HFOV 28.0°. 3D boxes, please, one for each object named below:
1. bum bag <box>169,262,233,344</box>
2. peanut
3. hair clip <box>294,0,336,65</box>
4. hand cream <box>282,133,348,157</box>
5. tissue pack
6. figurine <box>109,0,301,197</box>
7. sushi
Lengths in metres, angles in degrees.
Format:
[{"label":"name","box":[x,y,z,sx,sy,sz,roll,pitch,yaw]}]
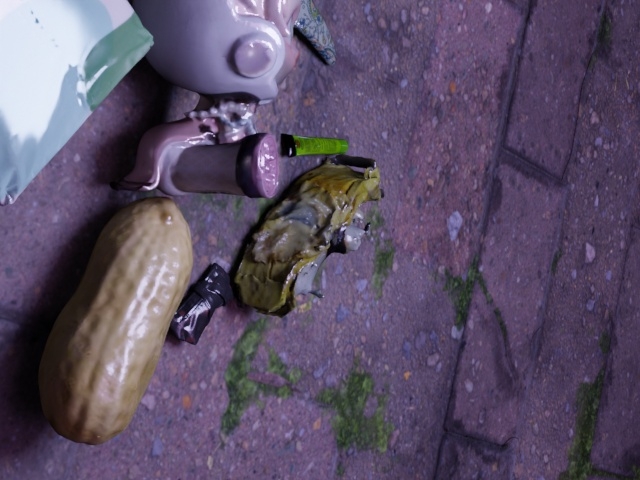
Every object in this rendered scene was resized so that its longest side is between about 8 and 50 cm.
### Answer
[{"label":"bum bag","box":[-0.157,0.086,1.698,0.058,0.034,0.124,52,55,-21]},{"label":"peanut","box":[-0.244,0.091,1.526,0.147,0.147,0.319,41,56,-42]},{"label":"hair clip","box":[-0.034,-0.322,1.796,0.229,0.036,0.066,45,55,-41]},{"label":"hand cream","box":[-0.008,-0.137,1.852,0.122,0.023,0.036,-3,75,-47]},{"label":"tissue pack","box":[-0.376,-0.246,1.301,0.266,0.193,0.356,-55,130,-28]},{"label":"figurine","box":[-0.128,-0.226,1.554,0.211,0.253,0.361,5,98,-32]},{"label":"sushi","box":[-0.002,-0.005,1.791,0.291,0.139,0.131,-48,134,-36]}]
